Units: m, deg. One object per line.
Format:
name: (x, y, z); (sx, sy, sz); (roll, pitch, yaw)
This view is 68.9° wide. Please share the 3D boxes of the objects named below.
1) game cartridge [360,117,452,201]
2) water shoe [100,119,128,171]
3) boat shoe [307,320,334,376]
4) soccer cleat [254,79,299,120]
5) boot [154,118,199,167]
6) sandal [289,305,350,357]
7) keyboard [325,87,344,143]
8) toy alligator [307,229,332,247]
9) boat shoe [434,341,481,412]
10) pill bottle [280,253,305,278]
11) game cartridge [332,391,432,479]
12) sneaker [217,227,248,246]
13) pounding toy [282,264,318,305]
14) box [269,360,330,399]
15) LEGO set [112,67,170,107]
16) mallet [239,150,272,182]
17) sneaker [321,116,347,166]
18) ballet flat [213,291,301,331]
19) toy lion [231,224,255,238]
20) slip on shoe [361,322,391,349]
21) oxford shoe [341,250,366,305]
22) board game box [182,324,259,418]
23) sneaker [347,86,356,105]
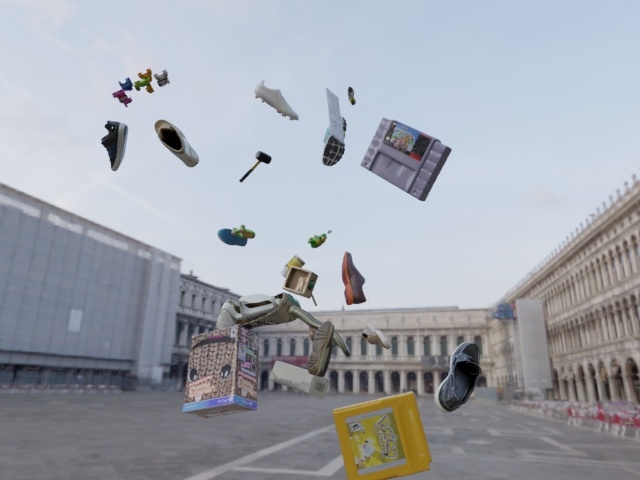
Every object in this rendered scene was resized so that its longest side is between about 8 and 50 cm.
game cartridge: (0.322, -0.329, 1.827); (0.068, 0.230, 0.355); (4, 26, -42)
water shoe: (-0.738, -0.340, 1.660); (0.080, 0.072, 0.203); (17, -53, -17)
boat shoe: (0.008, 0.295, 1.270); (0.056, 0.152, 0.049); (-3, -30, 47)
soccer cleat: (-0.154, -0.516, 1.732); (0.196, 0.076, 0.068); (30, 8, -21)
boot: (-0.511, -0.355, 1.585); (0.077, 0.213, 0.165); (-41, -9, -3)
sandal: (-0.009, 0.345, 1.707); (0.303, 0.086, 0.120); (28, -21, 34)
keyboard: (0.053, -0.464, 1.726); (0.014, 0.255, 0.072); (-26, -39, 28)
toy alligator: (0.000, 0.000, 2.221); (0.056, 0.051, 0.190); (13, 24, 33)
boat shoe: (0.547, 0.499, 1.760); (0.340, 0.127, 0.113); (-37, -5, -41)
pill bottle: (-0.130, 0.124, 2.152); (0.065, 0.116, 0.065); (43, -5, 4)
game cartridge: (0.234, 0.753, 1.774); (0.324, 0.284, 0.052); (-15, -14, 4)
sneaker: (-0.497, -0.016, 2.552); (0.092, 0.087, 0.229); (13, -7, 28)
pounding toy: (-0.071, 0.195, 2.010); (0.141, 0.130, 0.100); (15, -12, 26)
box: (-0.096, 0.619, 2.080); (0.113, 0.094, 0.275); (36, -24, -35)
LEGO set: (-0.708, -0.609, 1.862); (0.227, 0.087, 0.093); (-28, -34, -9)
mallet: (-0.266, -0.291, 1.901); (0.063, 0.039, 0.190); (16, -40, -30)
sneaker: (0.062, -0.481, 2.296); (0.107, 0.274, 0.110); (23, -20, -24)
ballet flat: (-0.322, 0.318, 2.067); (0.484, 0.163, 0.182); (-19, -51, 23)
toy lion: (-0.369, -0.035, 2.271); (0.100, 0.034, 0.096); (-15, -41, 40)
slip on shoe: (0.142, 0.254, 1.210); (0.041, 0.051, 0.135); (-36, 17, -6)
oxford shoe: (0.152, 0.171, 2.140); (0.099, 0.271, 0.096); (-2, -29, -7)
board game box: (-0.367, 0.495, 1.754); (0.232, 0.290, 0.141); (-18, -35, 22)
sneaker: (0.128, -0.625, 2.015); (0.031, 0.035, 0.083); (-24, -52, -10)
